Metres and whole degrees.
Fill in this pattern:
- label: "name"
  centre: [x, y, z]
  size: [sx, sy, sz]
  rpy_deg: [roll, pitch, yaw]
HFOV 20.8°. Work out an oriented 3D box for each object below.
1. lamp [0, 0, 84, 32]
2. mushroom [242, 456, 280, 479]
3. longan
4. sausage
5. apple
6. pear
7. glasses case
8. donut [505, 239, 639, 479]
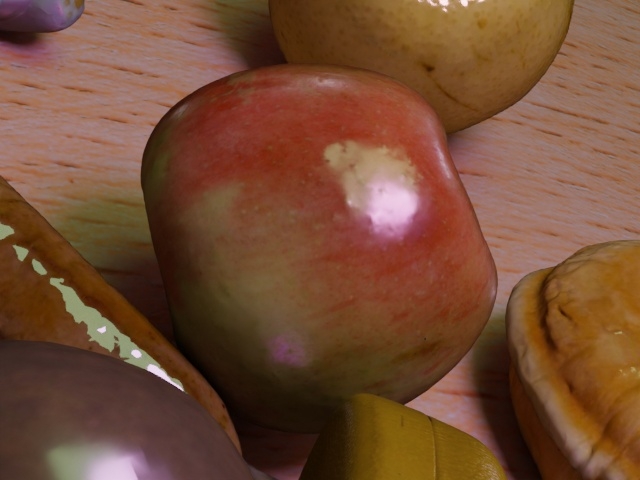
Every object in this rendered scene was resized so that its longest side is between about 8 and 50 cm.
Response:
- label: "lamp"
  centre: [-0.382, -0.289, 1.649]
  size: [0.247, 0.247, 0.301]
  rpy_deg: [14, 16, 27]
- label: "mushroom"
  centre: [0.027, 0.280, 1.406]
  size: [0.306, 0.043, 0.068]
  rpy_deg: [54, 13, 30]
- label: "longan"
  centre: [-0.166, 0.198, 1.062]
  size: [0.297, 0.297, 0.297]
  rpy_deg: [23, 35, -17]
- label: "sausage"
  centre: [-0.250, 0.037, 1.399]
  size: [0.501, 0.123, 0.136]
  rpy_deg: [43, 7, 14]
- label: "apple"
  centre: [0.000, 0.000, 1.461]
  size: [0.277, 0.319, 0.319]
  rpy_deg: [-14, 46, -3]
- label: "pear"
  centre: [0.110, -0.277, 1.920]
  size: [0.348, 0.348, 0.348]
  rpy_deg: [23, 35, -17]
- label: "glasses case"
  centre: [0.054, 0.234, 1.224]
  size: [0.141, 0.173, 0.371]
  rpy_deg: [23, 21, -6]
- label: "donut"
  centre: [0.377, 0.169, 1.700]
  size: [0.449, 0.198, 0.449]
  rpy_deg: [23, 32, -15]
